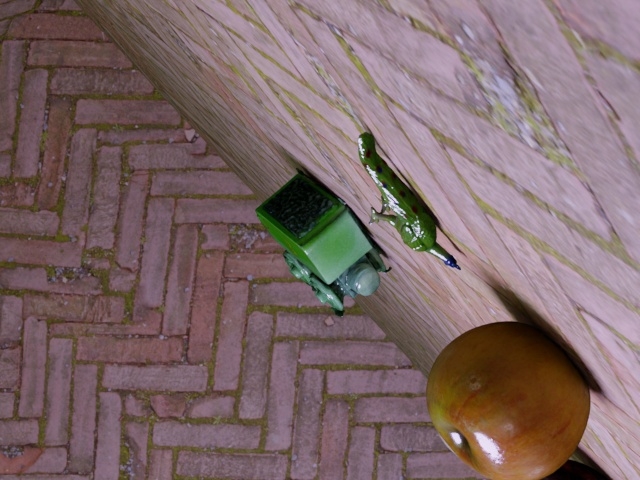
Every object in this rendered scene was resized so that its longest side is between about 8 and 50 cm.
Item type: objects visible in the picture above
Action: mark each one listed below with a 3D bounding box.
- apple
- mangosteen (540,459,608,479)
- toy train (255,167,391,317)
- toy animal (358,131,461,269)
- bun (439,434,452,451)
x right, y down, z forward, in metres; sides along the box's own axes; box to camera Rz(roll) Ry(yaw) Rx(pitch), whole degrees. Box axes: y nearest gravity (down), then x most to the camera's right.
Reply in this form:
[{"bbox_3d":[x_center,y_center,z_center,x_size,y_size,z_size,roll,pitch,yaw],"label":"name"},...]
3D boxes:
[{"bbox_3d":[0.201,0.168,1.356,0.182,0.155,0.182,50,164,20],"label":"apple"},{"bbox_3d":[0.370,0.444,1.881,0.265,0.228,0.228,25,162,41],"label":"mangosteen"},{"bbox_3d":[0.000,0.000,2.077,0.188,0.132,0.243,55,170,-33],"label":"toy train"},{"bbox_3d":[0.075,-0.042,1.355,0.075,0.041,0.217,13,149,50],"label":"toy animal"},{"bbox_3d":[0.283,0.324,2.186,0.220,0.134,0.220,45,172,8],"label":"bun"}]
